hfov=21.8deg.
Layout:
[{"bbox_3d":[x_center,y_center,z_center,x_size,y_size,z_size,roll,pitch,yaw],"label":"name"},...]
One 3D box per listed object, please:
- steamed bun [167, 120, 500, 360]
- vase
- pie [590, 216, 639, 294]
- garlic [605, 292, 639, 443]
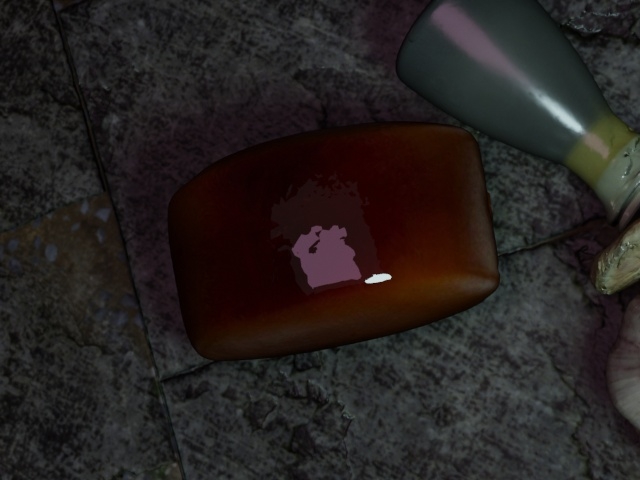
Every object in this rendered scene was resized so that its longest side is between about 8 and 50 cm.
[{"bbox_3d":[0.000,0.000,1.861,0.379,0.248,0.235,-14,78,18],"label":"steamed bun"},{"bbox_3d":[0.250,-0.151,1.845,0.321,0.173,0.173,43,97,15],"label":"vase"},{"bbox_3d":[0.381,-0.013,1.766,0.218,0.185,0.052,-31,78,7],"label":"pie"},{"bbox_3d":[0.408,0.137,1.701,0.245,0.253,0.245,0,89,18],"label":"garlic"}]
